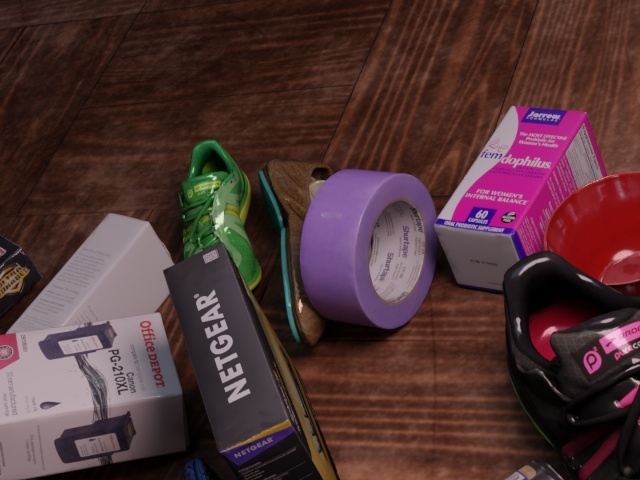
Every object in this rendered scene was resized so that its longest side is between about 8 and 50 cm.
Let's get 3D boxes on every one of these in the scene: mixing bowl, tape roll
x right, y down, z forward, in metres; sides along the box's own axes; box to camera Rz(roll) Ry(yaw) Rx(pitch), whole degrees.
[{"bbox_3d":[0.354,0.017,1.704,0.181,0.098,0.181,-15,39,13],"label":"mixing bowl"},{"bbox_3d":[0.061,0.009,1.805,0.080,0.189,0.189,7,50,36],"label":"tape roll"}]

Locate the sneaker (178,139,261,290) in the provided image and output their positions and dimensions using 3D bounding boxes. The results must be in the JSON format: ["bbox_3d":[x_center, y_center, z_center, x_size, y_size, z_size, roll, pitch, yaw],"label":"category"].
[{"bbox_3d":[-0.150,-0.023,2.010,0.109,0.123,0.295,-20,40,8],"label":"sneaker"}]

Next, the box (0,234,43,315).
[{"bbox_3d":[-0.587,0.086,2.165,0.293,0.073,0.295,-44,38,-17],"label":"box"}]

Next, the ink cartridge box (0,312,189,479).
[{"bbox_3d":[-0.291,0.187,1.813,0.237,0.100,0.172,-8,36,-13],"label":"ink cartridge box"}]

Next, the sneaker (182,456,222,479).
[{"bbox_3d":[-0.135,0.329,1.653,0.087,0.083,0.221,-26,37,10],"label":"sneaker"}]

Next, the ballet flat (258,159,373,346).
[{"bbox_3d":[0.000,0.000,1.928,0.124,0.116,0.342,-13,35,-1],"label":"ballet flat"}]

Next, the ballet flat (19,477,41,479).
[{"bbox_3d":[-0.312,0.350,1.741,0.079,0.077,0.221,-11,43,-10],"label":"ballet flat"}]

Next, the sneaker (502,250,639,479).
[{"bbox_3d":[0.306,0.177,1.473,0.185,0.202,0.483,-34,39,-7],"label":"sneaker"}]

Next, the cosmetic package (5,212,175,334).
[{"bbox_3d":[-0.296,0.086,1.979,0.086,0.117,0.231,12,52,36],"label":"cosmetic package"}]

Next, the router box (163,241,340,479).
[{"bbox_3d":[-0.062,0.185,1.639,0.081,0.243,0.309,-26,40,1],"label":"router box"}]

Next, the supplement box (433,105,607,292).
[{"bbox_3d":[0.248,-0.051,1.831,0.111,0.114,0.220,8,49,36],"label":"supplement box"}]

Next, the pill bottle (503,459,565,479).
[{"bbox_3d":[0.160,0.320,1.461,0.219,0.122,0.123,-32,39,-6],"label":"pill bottle"}]
